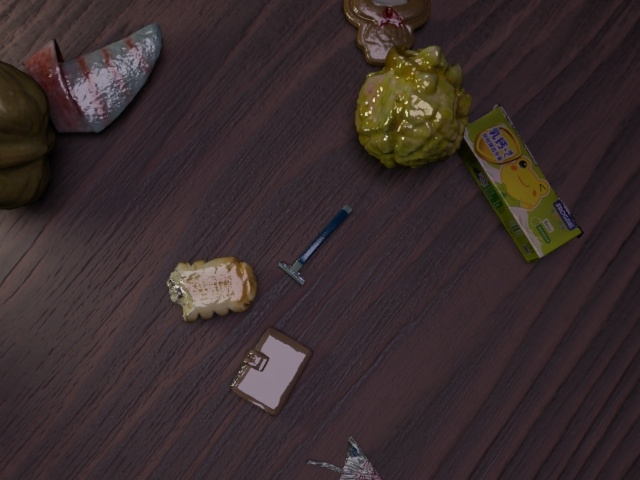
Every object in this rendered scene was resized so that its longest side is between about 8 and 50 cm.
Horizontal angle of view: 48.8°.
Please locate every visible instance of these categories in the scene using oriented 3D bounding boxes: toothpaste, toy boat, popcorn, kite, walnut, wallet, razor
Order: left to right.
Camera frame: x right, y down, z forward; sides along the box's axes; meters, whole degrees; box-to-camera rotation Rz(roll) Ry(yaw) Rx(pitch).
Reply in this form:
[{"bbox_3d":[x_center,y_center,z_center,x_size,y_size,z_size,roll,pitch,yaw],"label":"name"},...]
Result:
[{"bbox_3d":[-0.639,-0.197,1.307,0.277,0.253,0.282,15,90,4],"label":"walnut"},{"bbox_3d":[-0.437,-0.340,1.433,0.282,0.096,0.206,-27,90,-10],"label":"toy boat"},{"bbox_3d":[-0.098,0.257,1.400,0.118,0.039,0.152,33,77,-1],"label":"wallet"},{"bbox_3d":[0.000,0.000,1.447,0.068,0.037,0.191,41,80,3],"label":"razor"},{"bbox_3d":[0.047,0.457,1.397,0.157,0.011,0.139,16,78,-3],"label":"kite"},{"bbox_3d":[0.193,-0.261,1.410,0.212,0.259,0.259,18,78,-39],"label":"popcorn"},{"bbox_3d":[0.408,-0.116,1.480,0.110,0.077,0.327,-31,85,-7],"label":"toothpaste"}]

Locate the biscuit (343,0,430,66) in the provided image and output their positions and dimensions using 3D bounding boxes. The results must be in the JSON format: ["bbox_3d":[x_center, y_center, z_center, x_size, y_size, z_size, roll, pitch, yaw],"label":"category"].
[{"bbox_3d":[0.158,-0.533,1.539,0.183,0.047,0.319,29,79,-3],"label":"biscuit"}]

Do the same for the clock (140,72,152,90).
[{"bbox_3d":[-0.396,-0.352,1.476,0.085,0.017,0.085,1,81,-5],"label":"clock"}]

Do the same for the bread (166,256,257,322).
[{"bbox_3d":[-0.213,0.096,1.390,0.177,0.084,0.119,-7,84,-7],"label":"bread"}]
